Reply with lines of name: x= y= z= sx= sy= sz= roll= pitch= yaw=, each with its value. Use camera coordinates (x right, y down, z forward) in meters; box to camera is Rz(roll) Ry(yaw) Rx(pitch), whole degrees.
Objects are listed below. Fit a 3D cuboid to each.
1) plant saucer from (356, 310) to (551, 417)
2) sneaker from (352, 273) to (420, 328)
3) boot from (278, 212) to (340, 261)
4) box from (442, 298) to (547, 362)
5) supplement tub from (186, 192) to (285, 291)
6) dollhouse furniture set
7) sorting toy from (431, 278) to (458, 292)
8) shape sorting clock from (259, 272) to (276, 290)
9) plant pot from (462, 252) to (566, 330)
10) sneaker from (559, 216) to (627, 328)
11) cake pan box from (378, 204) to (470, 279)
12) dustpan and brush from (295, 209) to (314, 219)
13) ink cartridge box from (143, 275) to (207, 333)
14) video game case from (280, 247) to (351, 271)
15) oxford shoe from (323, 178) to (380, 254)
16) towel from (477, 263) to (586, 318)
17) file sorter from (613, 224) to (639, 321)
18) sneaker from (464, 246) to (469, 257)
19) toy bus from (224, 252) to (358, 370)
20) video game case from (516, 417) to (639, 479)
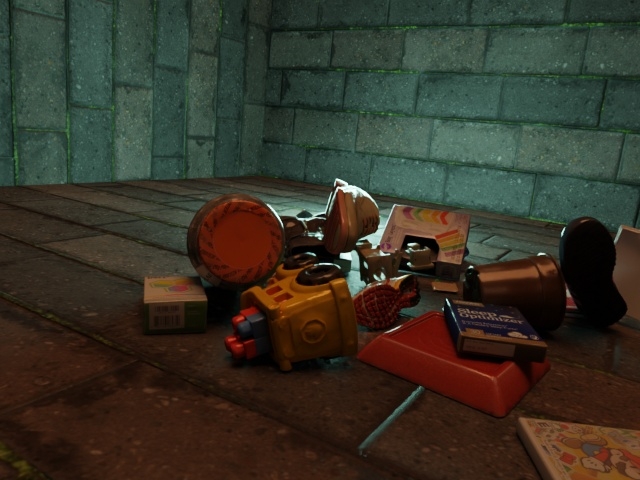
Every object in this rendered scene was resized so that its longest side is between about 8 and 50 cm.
plant saucer: x=0.237 y=0.191 z=0.900 sx=0.258 sy=0.048 sz=0.259 roll=15 pitch=16 yaw=37
sneaker: x=0.122 y=0.130 z=1.088 sx=0.092 sy=0.088 sz=0.225 roll=-11 pitch=-1 yaw=39
boot: x=0.000 y=0.000 z=1.426 sx=0.262 sy=0.091 sz=0.229 roll=-4 pitch=21 yaw=-22
box: x=0.298 y=0.149 z=0.927 sx=0.136 sy=0.037 sz=0.225 roll=7 pitch=11 yaw=4
supplement tub: x=-0.182 y=0.005 z=1.085 sx=0.193 sy=0.194 sz=0.316 roll=2 pitch=-1 yaw=-14
dollhouse furniture set: x=0.179 y=0.059 z=1.306 sx=0.160 sy=0.101 sz=0.182 roll=-7 pitch=14 yaw=-6
sorting toy: x=0.320 y=0.118 z=1.347 sx=0.061 sy=0.012 sz=0.083 roll=2 pitch=15 yaw=5
shape sorting clock: x=-0.059 y=0.107 z=1.167 sx=0.206 sy=0.040 sz=0.206 roll=5 pitch=12 yaw=-1
plant pot: x=0.400 y=0.112 z=1.098 sx=0.165 sy=0.167 sz=0.167 roll=-3 pitch=13 yaw=-3
sneaker: x=0.556 y=0.052 z=1.109 sx=0.112 sy=0.319 sz=0.131 roll=-25 pitch=36 yaw=10
cake pan box: x=0.307 y=0.002 z=1.543 sx=0.245 sy=0.070 sz=0.267 roll=9 pitch=39 yaw=19
dustpan and brush: x=-0.041 y=-0.049 z=1.817 sx=0.147 sy=0.060 sz=0.211 roll=38 pitch=-5 yaw=-17
ink cartridge box: x=-0.283 y=0.111 z=0.999 sx=0.108 sy=0.062 sz=0.209 roll=0 pitch=13 yaw=-18
video game case: x=-0.020 y=0.035 z=1.512 sx=0.210 sy=0.042 sz=0.232 roll=5 pitch=12 yaw=-2
oxford shoe: x=0.092 y=-0.064 z=1.351 sx=0.146 sy=0.141 sz=0.397 roll=16 pitch=24 yaw=-3
towel: x=0.552 y=0.125 z=1.367 sx=0.236 sy=0.037 sz=0.329 roll=6 pitch=12 yaw=6
file sorter: x=0.816 y=0.100 z=1.170 sx=0.173 sy=0.193 sz=0.277 roll=0 pitch=20 yaw=-40
sneaker: x=0.372 y=0.019 z=1.649 sx=0.240 sy=0.091 sz=0.126 roll=0 pitch=14 yaw=-27
toy bus: x=-0.068 y=0.128 z=0.887 sx=0.211 sy=0.150 sz=0.220 roll=-17 pitch=17 yaw=-20
video game case: x=0.360 y=0.280 z=0.587 sx=0.206 sy=0.026 sz=0.227 roll=6 pitch=12 yaw=2
